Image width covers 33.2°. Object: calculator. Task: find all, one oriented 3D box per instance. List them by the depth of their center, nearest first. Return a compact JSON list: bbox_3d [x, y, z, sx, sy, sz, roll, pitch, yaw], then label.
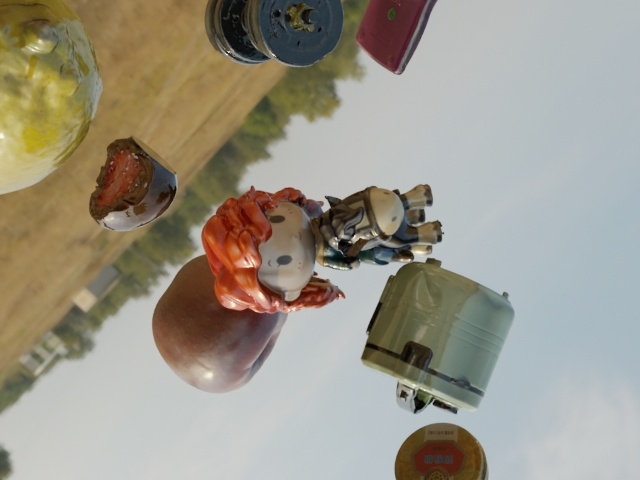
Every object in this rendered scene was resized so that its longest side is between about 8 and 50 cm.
[{"bbox_3d":[0.116,-0.337,1.505,0.126,0.034,0.190,48,-61,44],"label":"calculator"}]

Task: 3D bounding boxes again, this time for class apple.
[{"bbox_3d":[-0.200,0.154,2.131,0.306,0.235,0.306,-59,174,-10],"label":"apple"}]

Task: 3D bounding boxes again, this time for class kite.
[{"bbox_3d":[0.067,0.008,1.672,0.078,0.002,0.044,-13,-141,52],"label":"kite"}]

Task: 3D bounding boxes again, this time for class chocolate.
[{"bbox_3d":[-0.288,-0.077,1.606,0.133,0.127,0.124,-44,-161,7],"label":"chocolate"}]

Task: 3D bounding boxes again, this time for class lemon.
[{"bbox_3d":[-0.401,-0.189,1.274,0.285,0.285,0.316,-51,168,-26],"label":"lemon"}]

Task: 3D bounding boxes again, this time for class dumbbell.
[{"bbox_3d":[-0.094,-0.429,2.081,0.185,0.185,0.388,-48,-154,-10],"label":"dumbbell"}]

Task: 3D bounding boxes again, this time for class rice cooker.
[{"bbox_3d":[0.187,0.166,1.760,0.226,0.226,0.244,169,-58,-77],"label":"rice cooker"}]

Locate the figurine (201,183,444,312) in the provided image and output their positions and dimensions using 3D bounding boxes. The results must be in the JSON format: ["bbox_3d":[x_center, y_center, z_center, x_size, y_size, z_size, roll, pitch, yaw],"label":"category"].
[{"bbox_3d":[0.008,-0.001,1.871,0.411,0.241,0.306,-12,-177,22],"label":"figurine"}]

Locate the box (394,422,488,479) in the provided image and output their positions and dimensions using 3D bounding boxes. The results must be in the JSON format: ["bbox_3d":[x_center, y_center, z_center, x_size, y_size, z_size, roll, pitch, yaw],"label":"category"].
[{"bbox_3d":[0.137,0.259,1.208,0.105,0.037,0.105,-13,-129,16],"label":"box"}]
